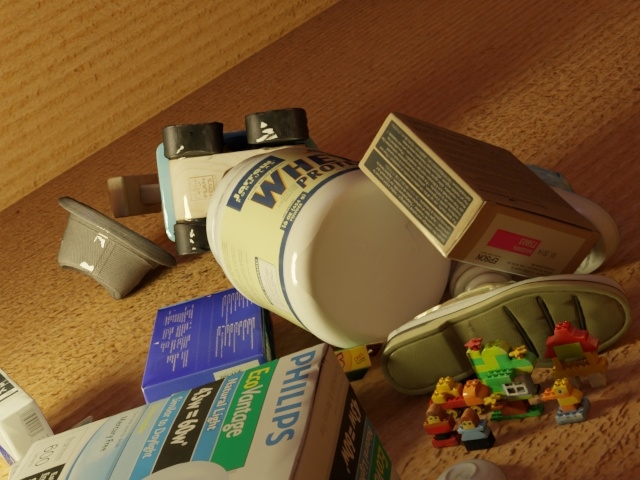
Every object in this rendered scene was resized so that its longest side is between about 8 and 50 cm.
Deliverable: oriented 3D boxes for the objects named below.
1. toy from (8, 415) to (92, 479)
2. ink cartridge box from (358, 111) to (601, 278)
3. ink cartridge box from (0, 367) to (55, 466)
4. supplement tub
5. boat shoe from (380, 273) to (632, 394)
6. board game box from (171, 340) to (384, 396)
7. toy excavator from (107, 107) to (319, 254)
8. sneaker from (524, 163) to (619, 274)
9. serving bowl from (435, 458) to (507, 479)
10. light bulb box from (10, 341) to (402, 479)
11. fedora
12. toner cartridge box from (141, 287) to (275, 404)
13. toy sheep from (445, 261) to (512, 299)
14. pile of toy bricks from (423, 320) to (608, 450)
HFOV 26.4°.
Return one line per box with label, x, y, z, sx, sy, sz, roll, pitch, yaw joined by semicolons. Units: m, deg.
toy;-0.302;0.328;1.531;0.056;0.237;0.137;28;28;19
ink cartridge box;0.190;-0.048;1.630;0.088;0.235;0.193;-57;47;19
ink cartridge box;-0.426;0.262;1.900;0.065;0.165;0.333;-33;22;-19
supplement tub;0.000;0.000;1.831;0.235;0.235;0.325;-33;24;-19
boat shoe;0.217;0.093;1.612;0.302;0.113;0.103;-15;21;20
board game box;-0.049;0.173;1.655;0.259;0.039;0.124;-17;-11;-7
toy excavator;-0.199;-0.092;2.471;0.433;0.222;0.445;-7;1;4
sneaker;0.299;-0.052;1.851;0.150;0.135;0.366;-36;22;-19
serving bowl;0.150;0.252;1.413;0.083;0.027;0.083;-22;20;9
light bulb box;-0.127;0.320;1.285;0.361;0.225;0.358;-21;20;17
fedora;-0.389;0.024;2.464;0.124;0.244;0.275;-60;16;-4
toner cartridge box;-0.148;0.155;1.885;0.165;0.075;0.348;-15;14;1
toy sheep;0.206;0.061;1.757;0.091;0.091;0.132;-25;33;3
pile of toy bricks;0.197;0.150;1.500;0.212;0.105;0.118;-14;23;31
